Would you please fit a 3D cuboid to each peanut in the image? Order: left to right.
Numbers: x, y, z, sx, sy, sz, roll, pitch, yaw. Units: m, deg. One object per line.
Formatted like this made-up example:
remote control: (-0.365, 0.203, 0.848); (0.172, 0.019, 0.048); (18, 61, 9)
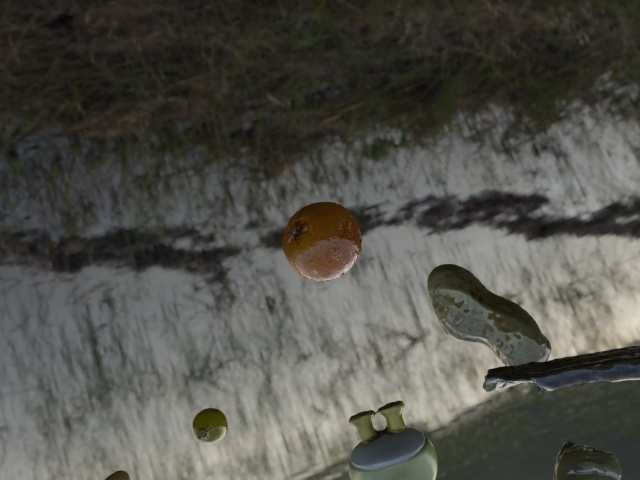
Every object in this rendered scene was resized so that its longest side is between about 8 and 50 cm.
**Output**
peanut: (0.312, 0.152, 1.986); (0.125, 0.274, 0.111); (-52, 166, -13)

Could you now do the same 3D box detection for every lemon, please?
lemon: (-0.194, 0.325, 1.837); (0.062, 0.062, 0.083); (-25, -177, 17)

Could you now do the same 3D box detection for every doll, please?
doll: (0.128, 0.403, 1.671); (0.141, 0.296, 0.117); (-17, -164, -5)

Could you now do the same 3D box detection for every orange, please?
orange: (0.000, 0.000, 2.454); (0.193, 0.193, 0.161); (-28, 136, 23)

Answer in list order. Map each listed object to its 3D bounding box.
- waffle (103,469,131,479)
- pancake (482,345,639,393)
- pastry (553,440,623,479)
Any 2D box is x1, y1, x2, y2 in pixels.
waffle: (-0.446, 0.575, 1.953); (0.224, 0.098, 0.327); (-35, 164, -39)
pancake: (0.316, 0.150, 1.227); (0.288, 0.033, 0.286); (-13, 174, 36)
pastry: (0.350, 0.348, 1.388); (0.088, 0.165, 0.166); (5, 162, 9)
